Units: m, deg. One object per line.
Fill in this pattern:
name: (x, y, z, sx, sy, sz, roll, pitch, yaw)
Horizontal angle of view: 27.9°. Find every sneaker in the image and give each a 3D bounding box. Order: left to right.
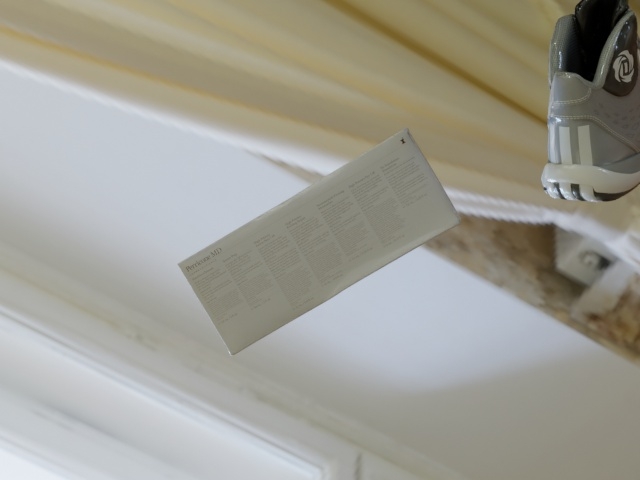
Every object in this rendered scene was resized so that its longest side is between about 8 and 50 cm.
sneaker: (0.227, -0.124, 0.932, 0.086, 0.132, 0.228, 4, 25, 33)

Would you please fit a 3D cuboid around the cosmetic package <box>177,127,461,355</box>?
cosmetic package: (0.000, 0.000, 1.161, 0.239, 0.099, 0.060, -30, 3, 8)
